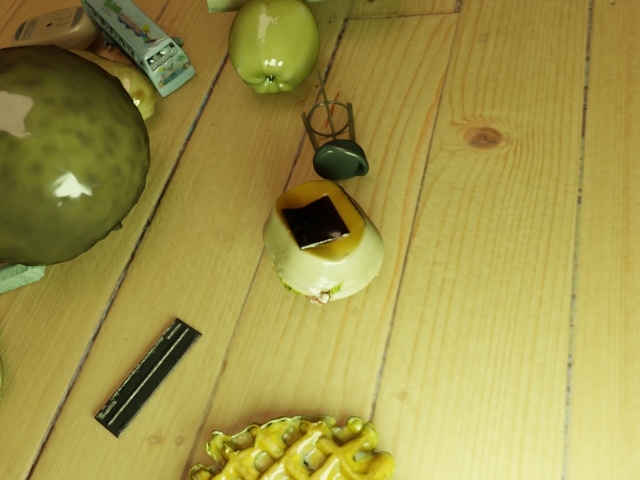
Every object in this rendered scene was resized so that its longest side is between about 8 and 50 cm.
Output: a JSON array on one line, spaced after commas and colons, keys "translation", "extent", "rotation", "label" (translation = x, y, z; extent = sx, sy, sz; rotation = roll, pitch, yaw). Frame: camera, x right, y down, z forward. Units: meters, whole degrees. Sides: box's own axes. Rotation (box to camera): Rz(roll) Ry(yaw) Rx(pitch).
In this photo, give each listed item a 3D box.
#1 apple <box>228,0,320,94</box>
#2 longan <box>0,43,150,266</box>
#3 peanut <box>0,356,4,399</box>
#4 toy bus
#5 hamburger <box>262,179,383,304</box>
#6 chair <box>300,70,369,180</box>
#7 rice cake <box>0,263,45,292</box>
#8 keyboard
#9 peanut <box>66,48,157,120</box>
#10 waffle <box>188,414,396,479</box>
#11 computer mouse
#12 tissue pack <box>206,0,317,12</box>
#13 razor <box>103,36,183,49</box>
[{"translation": [-0.092, -0.388, 1.274], "extent": [0.200, 0.200, 0.200], "rotation": [-9, 54, 12], "label": "apple"}, {"translation": [-0.493, -0.147, 1.133], "extent": [0.391, 0.391, 0.391], "rotation": [-9, 54, 12], "label": "longan"}, {"translation": [-0.589, 0.192, 1.086], "extent": [0.099, 0.099, 0.214], "rotation": [-33, 58, -6], "label": "peanut"}, {"translation": [-0.420, -0.466, 1.442], "extent": [0.109, 0.136, 0.329], "rotation": [-41, 65, -7], "label": "toy bus"}, {"translation": [0.000, 0.000, 1.016], "extent": [0.173, 0.116, 0.210], "rotation": [-26, 47, -11], "label": "hamburger"}, {"translation": [0.018, -0.189, 1.158], "extent": [0.095, 0.104, 0.221], "rotation": [-37, 43, 23], "label": "chair"}, {"translation": [-0.626, 0.084, 1.199], "extent": [0.245, 0.042, 0.045], "rotation": [-20, 55, 3], "label": "rice cake"}, {"translation": [-0.269, 0.211, 1.011], "extent": [0.064, 0.010, 0.198], "rotation": [27, 67, 30], "label": "keyboard"}, {"translation": [-0.486, -0.333, 1.389], "extent": [0.319, 0.147, 0.147], "rotation": [27, 67, 28], "label": "peanut"}, {"translation": [-0.041, 0.361, 0.794], "extent": [0.325, 0.068, 0.302], "rotation": [-8, 53, 14], "label": "waffle"}, {"translation": [-0.651, -0.505, 1.600], "extent": [0.237, 0.082, 0.145], "rotation": [-11, 54, 13], "label": "computer mouse"}, {"translation": [-0.026, -0.636, 1.370], "extent": [0.405, 0.205, 0.331], "rotation": [-2, 37, 17], "label": "tissue pack"}, {"translation": [-0.418, -0.482, 1.544], "extent": [0.211, 0.036, 0.084], "rotation": [13, 74, 19], "label": "razor"}]
